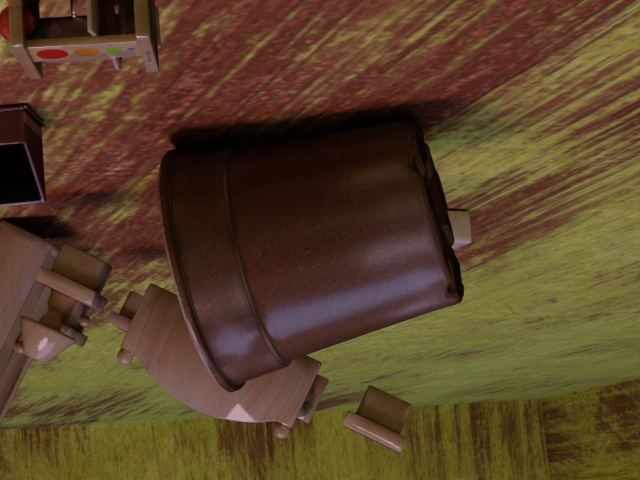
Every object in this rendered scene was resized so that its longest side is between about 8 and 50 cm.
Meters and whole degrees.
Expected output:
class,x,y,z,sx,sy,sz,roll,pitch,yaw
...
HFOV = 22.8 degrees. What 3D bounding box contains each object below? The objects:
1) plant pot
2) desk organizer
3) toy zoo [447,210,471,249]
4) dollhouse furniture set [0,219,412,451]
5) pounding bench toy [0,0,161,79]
class,x,y,z,sx,sy,sz,roll,pitch,yaw
plant pot,0.000,0.000,1.037,0.165,0.167,0.167,-14,168,8
desk organizer,-0.232,-0.045,0.943,0.130,0.050,0.047,-6,170,3
toy zoo,0.004,0.010,1.408,0.192,0.030,0.293,-1,169,-21
dollhouse furniture set,-0.120,0.143,1.262,0.356,0.173,0.303,25,173,6
pounding bench toy,-0.106,-0.099,0.699,0.065,0.052,0.083,-5,170,-1
